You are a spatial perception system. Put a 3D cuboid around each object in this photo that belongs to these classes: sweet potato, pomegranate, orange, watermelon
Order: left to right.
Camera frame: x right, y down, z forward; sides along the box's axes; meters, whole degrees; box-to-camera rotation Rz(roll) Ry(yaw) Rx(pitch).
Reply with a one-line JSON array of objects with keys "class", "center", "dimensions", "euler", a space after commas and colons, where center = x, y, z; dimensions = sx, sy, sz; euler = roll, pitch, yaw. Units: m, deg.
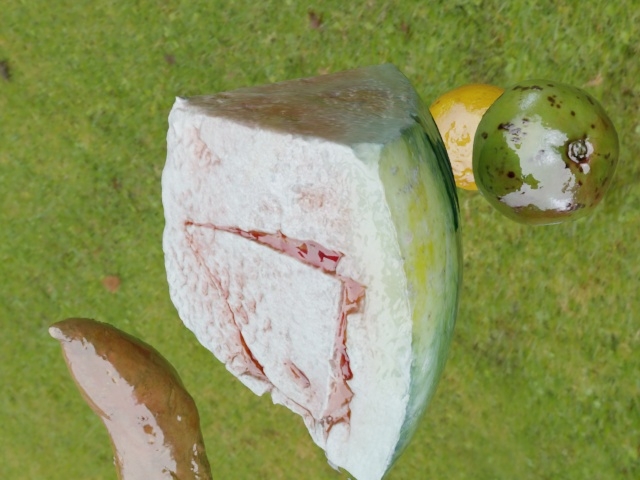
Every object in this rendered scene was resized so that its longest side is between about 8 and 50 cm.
[{"class": "sweet potato", "center": [-0.159, 0.200, 0.830], "dimensions": [0.095, 0.106, 0.355], "euler": [-8, 116, 23]}, {"class": "watermelon", "center": [0.000, 0.000, 0.593], "dimensions": [0.201, 0.262, 0.213], "euler": [6, 116, 9]}, {"class": "orange", "center": [0.219, -0.143, 1.201], "dimensions": [0.159, 0.136, 0.159], "euler": [14, 147, 10]}, {"class": "pomegranate", "center": [0.165, -0.068, 0.669], "dimensions": [0.114, 0.114, 0.142], "euler": [54, 172, -14]}]
